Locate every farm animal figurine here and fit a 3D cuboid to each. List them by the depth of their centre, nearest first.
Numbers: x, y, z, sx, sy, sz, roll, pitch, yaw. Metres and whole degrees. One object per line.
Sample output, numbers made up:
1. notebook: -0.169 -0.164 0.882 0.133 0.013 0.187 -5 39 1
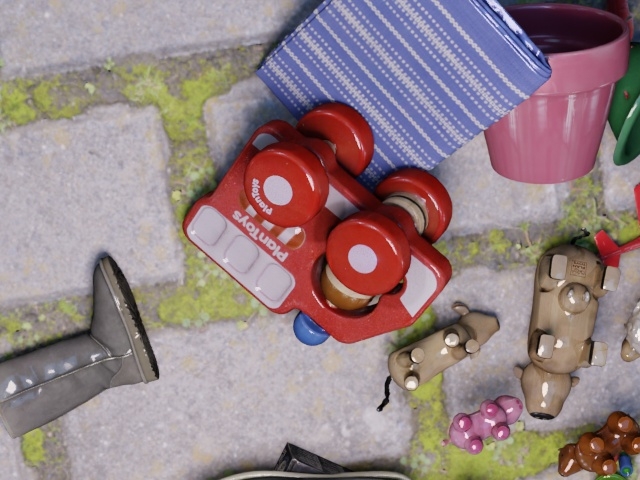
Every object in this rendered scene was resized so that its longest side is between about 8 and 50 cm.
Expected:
1. farm animal figurine: 0.276 0.140 1.899 0.330 0.172 0.326 28 86 -2

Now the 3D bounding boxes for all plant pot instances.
1. plant pot: 0.272 -0.175 1.806 0.201 0.201 0.180 -6 115 -6

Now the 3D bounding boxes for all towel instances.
1. towel: 0.092 -0.205 1.760 0.243 0.040 0.336 47 137 -6

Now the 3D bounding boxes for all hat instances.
1. hat: 0.364 -0.226 1.895 0.183 0.173 0.208 35 71 21

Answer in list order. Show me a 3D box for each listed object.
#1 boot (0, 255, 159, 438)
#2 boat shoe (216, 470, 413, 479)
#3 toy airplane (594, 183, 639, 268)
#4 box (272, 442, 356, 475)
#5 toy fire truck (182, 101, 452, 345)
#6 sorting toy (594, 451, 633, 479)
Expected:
1. boot: -0.327 0.135 1.874 0.209 0.076 0.189 -16 99 3
2. boat shoe: -0.034 0.360 1.837 0.340 0.113 0.127 -2 99 -5
3. toy airplane: 0.419 0.001 1.953 0.151 0.028 0.151 -1 101 -7
4. box: 0.008 0.372 1.942 0.180 0.077 0.147 26 95 -10
5. toy fire truck: 0.000 0.000 1.807 0.302 0.169 0.254 41 127 3
6. sorting toy: 0.388 0.303 2.000 0.061 0.042 0.102 -13 113 11
